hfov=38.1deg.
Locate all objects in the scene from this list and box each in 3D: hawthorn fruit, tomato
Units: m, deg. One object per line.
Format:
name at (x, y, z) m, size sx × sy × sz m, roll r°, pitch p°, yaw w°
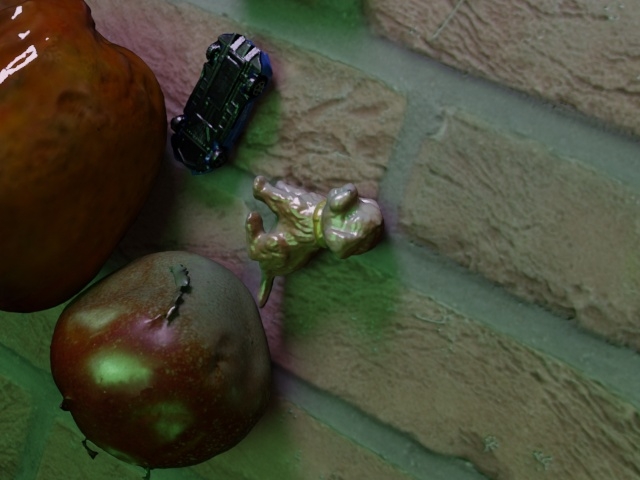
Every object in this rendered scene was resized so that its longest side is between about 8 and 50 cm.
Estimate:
hawthorn fruit at (-0.449, -0.147, 1.288) m, size 0.472 × 0.472 × 0.471 m, roll 3°, pitch 96°, yaw 30°
tomato at (-0.201, 0.157, 1.250) m, size 0.239 × 0.303 × 0.303 m, roll -30°, pitch 79°, yaw 23°

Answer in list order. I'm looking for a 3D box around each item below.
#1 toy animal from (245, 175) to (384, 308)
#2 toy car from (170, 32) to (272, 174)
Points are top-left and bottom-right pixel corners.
toy animal at (-0.003, 0.011, 1.238) m, size 0.185 × 0.104 × 0.183 m, roll 7°, pitch 96°, yaw 24°
toy car at (-0.140, -0.189, 1.318) m, size 0.103 × 0.063 × 0.216 m, roll 42°, pitch 119°, yaw 21°
